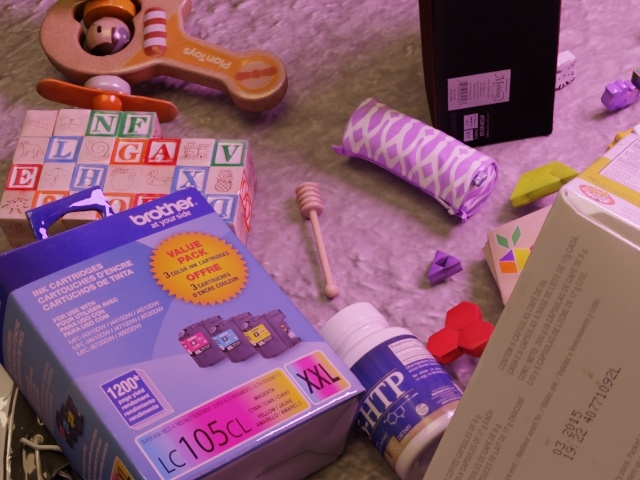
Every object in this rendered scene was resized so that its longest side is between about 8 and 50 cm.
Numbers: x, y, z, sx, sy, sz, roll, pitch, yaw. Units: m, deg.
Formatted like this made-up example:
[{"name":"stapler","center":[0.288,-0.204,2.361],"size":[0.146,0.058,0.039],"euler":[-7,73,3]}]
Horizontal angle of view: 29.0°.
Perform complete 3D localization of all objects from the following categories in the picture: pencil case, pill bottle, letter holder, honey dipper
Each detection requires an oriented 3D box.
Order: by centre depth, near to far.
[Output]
[{"name":"pill bottle","center":[0.079,0.160,1.351],"size":[0.112,0.112,0.186],"euler":[-32,58,-14]},{"name":"honey dipper","center":[0.000,0.000,1.519],"size":[0.031,0.030,0.160],"euler":[-14,59,-2]},{"name":"letter holder","center":[0.194,-0.293,1.524],"size":[0.152,0.301,0.214],"euler":[-10,56,1]},{"name":"pencil case","center":[0.122,-0.100,1.540],"size":[0.206,0.086,0.088],"euler":[31,85,26]}]

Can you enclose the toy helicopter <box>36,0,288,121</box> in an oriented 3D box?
[{"name":"toy helicopter","center":[-0.215,-0.240,1.643],"size":[0.355,0.140,0.235],"euler":[20,63,16]}]

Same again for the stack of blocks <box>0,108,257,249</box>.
[{"name":"stack of blocks","center":[-0.235,-0.071,1.558],"size":[0.297,0.087,0.171],"euler":[2,57,8]}]

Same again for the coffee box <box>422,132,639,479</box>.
[{"name":"coffee box","center":[0.325,0.144,1.098],"size":[0.338,0.337,0.334],"euler":[28,22,14]}]

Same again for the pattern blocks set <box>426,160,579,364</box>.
[{"name":"pattern blocks set","center":[0.273,0.008,1.407],"size":[0.325,0.026,0.285],"euler":[-19,38,22]}]

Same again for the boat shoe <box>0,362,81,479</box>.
[{"name":"boat shoe","center":[-0.307,0.249,1.340],"size":[0.105,0.113,0.306],"euler":[-2,49,-4]}]

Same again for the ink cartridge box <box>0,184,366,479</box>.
[{"name":"ink cartridge box","center":[-0.182,0.110,1.337],"size":[0.270,0.151,0.395],"euler":[-23,56,-33]}]

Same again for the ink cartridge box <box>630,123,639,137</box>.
[{"name":"ink cartridge box","center":[0.605,-0.069,1.452],"size":[0.385,0.091,0.308],"euler":[-23,56,-6]}]

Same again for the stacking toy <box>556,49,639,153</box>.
[{"name":"stacking toy","center":[0.418,-0.201,1.589],"size":[0.221,0.052,0.167],"euler":[-25,56,-14]}]
